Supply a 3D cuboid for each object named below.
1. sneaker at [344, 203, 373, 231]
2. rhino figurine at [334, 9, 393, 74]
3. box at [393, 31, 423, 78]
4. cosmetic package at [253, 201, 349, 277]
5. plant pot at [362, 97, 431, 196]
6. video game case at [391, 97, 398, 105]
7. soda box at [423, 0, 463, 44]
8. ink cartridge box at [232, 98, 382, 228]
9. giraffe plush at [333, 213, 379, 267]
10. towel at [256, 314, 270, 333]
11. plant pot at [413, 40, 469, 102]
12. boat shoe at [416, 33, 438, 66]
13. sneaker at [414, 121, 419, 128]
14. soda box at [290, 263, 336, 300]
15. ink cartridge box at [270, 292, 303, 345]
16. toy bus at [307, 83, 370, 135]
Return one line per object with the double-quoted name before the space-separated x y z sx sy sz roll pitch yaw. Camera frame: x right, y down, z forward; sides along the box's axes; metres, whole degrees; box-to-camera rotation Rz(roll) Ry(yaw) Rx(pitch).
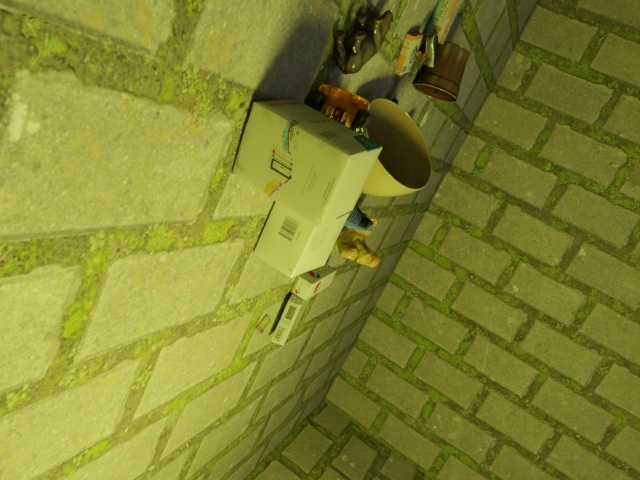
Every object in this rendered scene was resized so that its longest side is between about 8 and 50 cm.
"sneaker" 0.104 -0.093 1.663 0.232 0.081 0.091 13 103 -44
"rhino figurine" 0.111 -0.479 1.180 0.243 0.073 0.106 -48 155 -35
"box" 0.268 -0.570 1.532 0.081 0.028 0.136 -38 155 -49
"cosmetic package" -0.040 -0.041 1.371 0.224 0.138 0.224 -64 160 16
"plant pot" 0.163 -0.241 1.459 0.190 0.284 0.284 -27 -172 42
"video game case" 0.181 -0.325 1.695 0.274 0.026 0.196 -54 162 -18
"soda box" 0.397 -0.724 1.570 0.058 0.062 0.183 -23 141 -62
"ink cartridge box" -0.030 -0.169 1.036 0.171 0.232 0.168 -29 148 -58
"giraffe plush" 0.136 -0.019 1.823 0.181 0.210 0.171 20 96 -47
"towel" -0.193 0.287 1.697 0.060 0.009 0.083 -55 163 -14
"plant pot" 0.434 -0.594 1.743 0.165 0.166 0.167 -69 161 6
"boat shoe" 0.335 -0.601 1.580 0.183 0.066 0.066 22 82 -78
"sneaker" 0.300 -0.307 1.881 0.296 0.123 0.109 -60 162 -1
"soda box" -0.022 0.147 1.838 0.216 0.069 0.074 -24 141 -62
"ink cartridge box" -0.103 0.258 1.862 0.232 0.066 0.189 -72 -176 -68
"toy bus" 0.041 -0.268 1.242 0.211 0.149 0.220 -50 162 -68
